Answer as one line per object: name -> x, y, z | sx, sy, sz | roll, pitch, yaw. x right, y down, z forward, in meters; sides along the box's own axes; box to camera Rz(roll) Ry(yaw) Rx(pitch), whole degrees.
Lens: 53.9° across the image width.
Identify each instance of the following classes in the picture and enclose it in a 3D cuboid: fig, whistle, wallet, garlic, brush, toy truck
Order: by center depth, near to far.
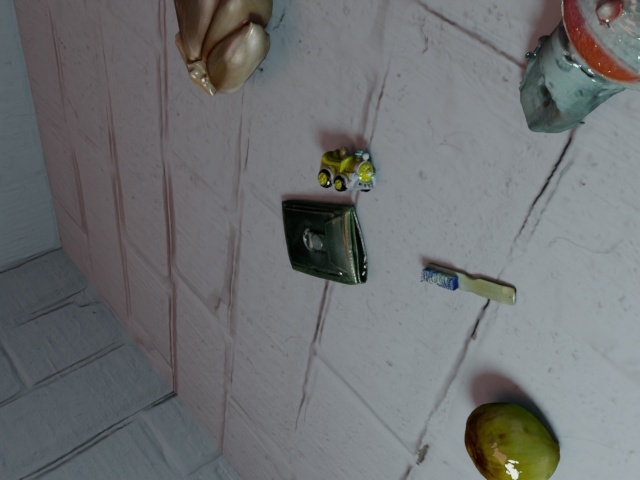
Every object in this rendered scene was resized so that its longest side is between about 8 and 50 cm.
whistle -> 0.294, -0.205, 0.643 | 0.189, 0.189, 0.348 | 59, 157, 7
brush -> 0.234, 0.071, 1.022 | 0.178, 0.030, 0.033 | 17, 115, 48
fig -> 0.303, 0.335, 1.023 | 0.153, 0.121, 0.136 | 41, 145, 29
toy truck -> 0.050, -0.125, 1.107 | 0.111, 0.076, 0.076 | 18, 106, 46
garlic -> -0.183, -0.422, 1.156 | 0.279, 0.132, 0.325 | 59, 149, 5
wallet -> -0.002, 0.001, 1.274 | 0.236, 0.055, 0.160 | 9, 112, 52
